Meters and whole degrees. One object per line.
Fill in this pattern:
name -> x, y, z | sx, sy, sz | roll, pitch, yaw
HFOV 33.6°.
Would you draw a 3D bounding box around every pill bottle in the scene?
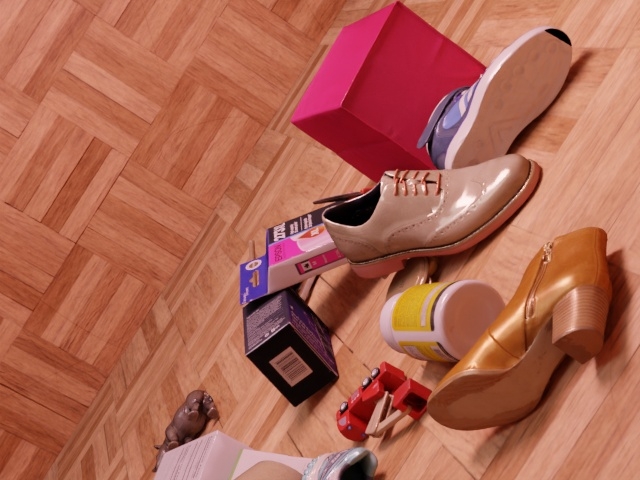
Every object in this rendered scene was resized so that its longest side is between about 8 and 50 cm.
pill bottle -> 0.178, 0.122, 1.584 | 0.119, 0.119, 0.208 | -63, 19, -16

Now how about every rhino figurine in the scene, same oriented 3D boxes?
rhino figurine -> -0.322, 0.447, 2.451 | 0.243, 0.073, 0.106 | -54, 22, 15

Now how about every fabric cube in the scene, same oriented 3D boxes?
fabric cube -> 0.141, -0.291, 2.157 | 0.254, 0.259, 0.258 | -61, 20, -14

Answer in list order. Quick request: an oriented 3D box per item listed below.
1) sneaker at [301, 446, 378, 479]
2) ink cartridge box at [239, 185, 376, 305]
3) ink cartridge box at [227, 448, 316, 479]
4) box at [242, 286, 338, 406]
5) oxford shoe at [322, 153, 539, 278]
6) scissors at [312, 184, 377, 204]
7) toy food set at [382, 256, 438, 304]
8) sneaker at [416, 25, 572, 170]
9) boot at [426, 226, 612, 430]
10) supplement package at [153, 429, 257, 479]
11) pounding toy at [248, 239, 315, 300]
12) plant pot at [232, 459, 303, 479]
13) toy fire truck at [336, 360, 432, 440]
sneaker -> 0.020, 0.416, 1.537 | 0.122, 0.110, 0.283 | -35, 30, 36
ink cartridge box -> 0.000, 0.000, 2.073 | 0.371, 0.069, 0.176 | -24, 25, 7
ink cartridge box -> -0.074, 0.452, 1.815 | 0.235, 0.056, 0.171 | -2, 55, 40
box -> -0.061, 0.191, 2.018 | 0.108, 0.153, 0.207 | -37, 22, 10
oxford shoe -> 0.175, -0.059, 1.776 | 0.397, 0.146, 0.140 | -27, 31, 30
scissors -> 0.071, -0.088, 1.918 | 0.109, 0.021, 0.297 | -22, -7, 16
toy food set -> 0.161, 0.080, 1.841 | 0.132, 0.038, 0.192 | -53, 20, 27
sneaker -> 0.297, -0.263, 1.891 | 0.323, 0.130, 0.236 | -58, 21, 17
boot -> 0.269, 0.116, 1.410 | 0.295, 0.104, 0.211 | -38, 20, 35
supplement package -> -0.216, 0.471, 2.019 | 0.244, 0.139, 0.134 | -32, 32, 52
pounding toy -> -0.082, 0.046, 2.346 | 0.269, 0.155, 0.154 | -55, 13, 8
plant pot -> -0.115, 0.480, 1.613 | 0.256, 0.256, 0.274 | -34, 16, 52
toy fire truck -> 0.096, 0.266, 1.678 | 0.192, 0.047, 0.135 | -50, 20, 24
